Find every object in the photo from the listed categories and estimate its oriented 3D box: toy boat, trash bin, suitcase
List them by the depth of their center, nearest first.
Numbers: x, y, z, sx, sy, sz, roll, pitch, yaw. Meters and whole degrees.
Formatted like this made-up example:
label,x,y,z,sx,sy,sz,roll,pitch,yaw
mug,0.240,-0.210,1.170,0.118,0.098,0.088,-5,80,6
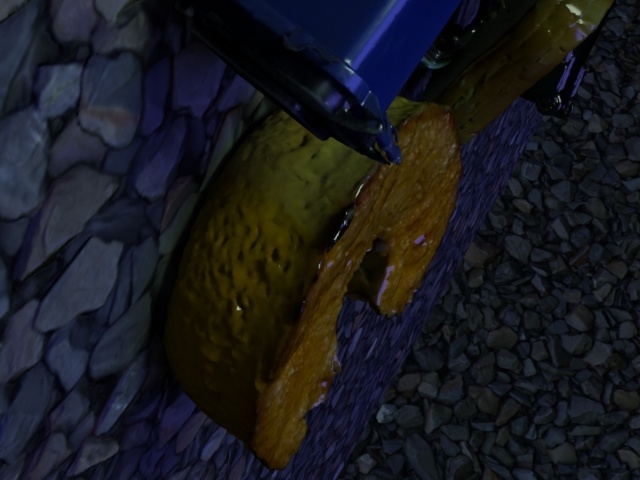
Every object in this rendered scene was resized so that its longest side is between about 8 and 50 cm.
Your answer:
label,x,y,z,sx,sy,sz,roll,pitch,yaw
trash bin,0.038,-0.191,0.604,0.234,0.184,0.162,-51,167,3
toy boat,0.153,-0.261,1.174,0.066,0.059,0.140,-39,-175,37
suitcase,0.451,-0.411,1.638,0.339,0.188,0.345,-66,163,15

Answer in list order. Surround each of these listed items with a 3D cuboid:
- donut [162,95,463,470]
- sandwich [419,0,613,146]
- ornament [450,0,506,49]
label,x,y,z,sx,sy,sz,roll,pitch,yaw
donut,0.000,0.000,0.917,0.435,0.164,0.377,-43,154,-46
sandwich,0.271,-0.280,1.181,0.301,0.099,0.271,-41,-164,42
ornament,0.208,-0.338,1.142,0.236,0.080,0.202,-52,-170,-17
